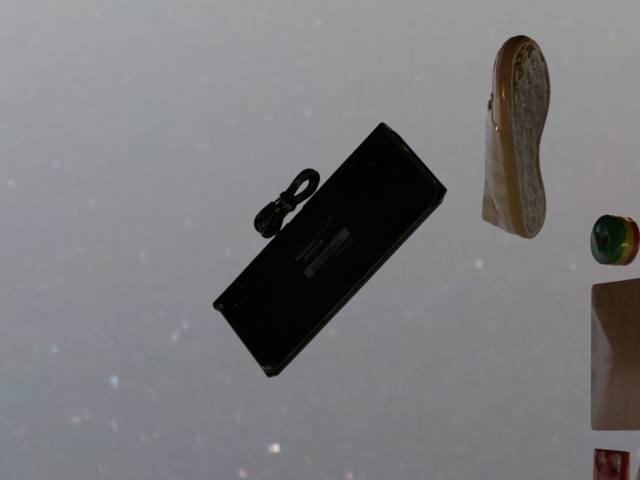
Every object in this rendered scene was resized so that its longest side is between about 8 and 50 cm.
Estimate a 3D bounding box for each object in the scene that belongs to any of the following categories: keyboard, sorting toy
[{"bbox_3d":[0.000,0.000,1.160,0.180,0.023,0.108,-46,-123,11],"label":"keyboard"},{"bbox_3d":[0.293,0.109,1.461,0.046,0.274,0.132,5,171,-25],"label":"sorting toy"}]

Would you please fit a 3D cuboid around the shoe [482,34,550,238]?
[{"bbox_3d":[0.184,-0.101,1.642,0.058,0.219,0.076,18,-142,34],"label":"shoe"}]
